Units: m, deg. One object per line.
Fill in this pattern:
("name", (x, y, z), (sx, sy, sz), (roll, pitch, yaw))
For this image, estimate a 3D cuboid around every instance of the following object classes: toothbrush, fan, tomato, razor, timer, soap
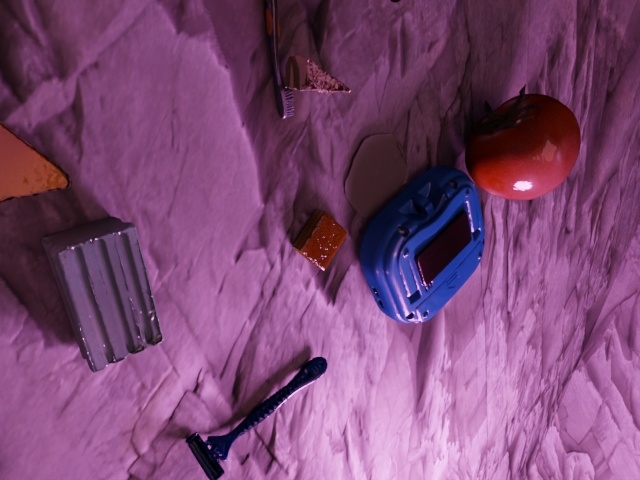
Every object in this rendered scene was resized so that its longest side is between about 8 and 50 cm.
("toothbrush", (-0.073, -0.353, 0.738), (0.031, 0.023, 0.321), (-30, 125, -37))
("fan", (0.171, -0.126, 1.044), (0.310, 0.010, 0.182), (12, 102, -42))
("tomato", (0.468, -0.217, 1.106), (0.224, 0.255, 0.256), (44, 76, -26))
("razor", (-0.111, 0.340, 0.961), (0.324, 0.093, 0.056), (-32, 165, -32))
("timer", (0.250, 0.016, 1.095), (0.340, 0.115, 0.309), (-41, 129, -20))
("soap", (-0.305, 0.075, 0.677), (0.114, 0.063, 0.199), (-22, 120, -35))

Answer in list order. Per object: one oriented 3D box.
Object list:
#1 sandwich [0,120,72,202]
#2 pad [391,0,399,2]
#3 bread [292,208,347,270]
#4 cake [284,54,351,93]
("sandwich", (-0.401, -0.115, 0.524), (0.192, 0.058, 0.163), (-19, 118, -32))
("pad", (0.101, -0.568, 0.817), (0.267, 0.004, 0.181), (30, 86, -44))
("bread", (0.000, 0.000, 0.929), (0.090, 0.035, 0.094), (40, 79, -43))
("cake", (-0.002, -0.261, 0.802), (0.140, 0.051, 0.055), (10, 93, -53))
